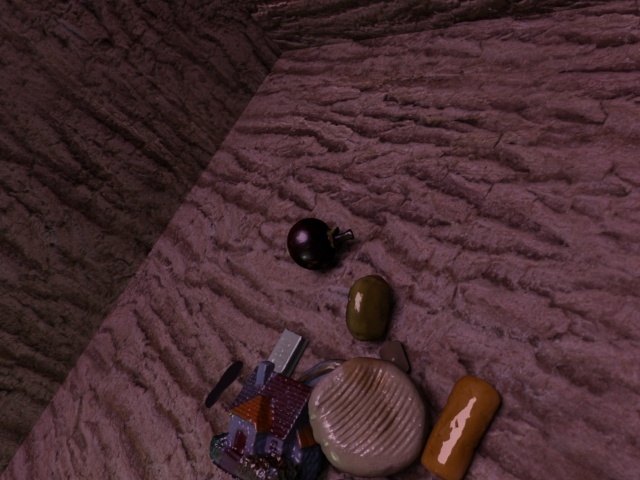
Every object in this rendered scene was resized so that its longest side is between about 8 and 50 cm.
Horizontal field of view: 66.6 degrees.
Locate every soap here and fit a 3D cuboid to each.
[{"bbox_3d":[-0.143,0.466,1.975,0.115,0.063,0.198,14,71,46],"label":"soap"}]

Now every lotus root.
[{"bbox_3d":[-0.005,0.531,1.742,0.322,0.140,0.158,-33,21,31],"label":"lotus root"}]

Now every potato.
[{"bbox_3d":[0.171,0.241,1.762,0.149,0.197,0.228,1,95,48],"label":"potato"}]

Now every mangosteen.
[{"bbox_3d":[0.000,0.000,2.080,0.289,0.231,0.231,-24,46,21],"label":"mangosteen"}]

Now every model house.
[{"bbox_3d":[-0.155,0.599,1.639,0.360,0.298,0.338,5,83,47],"label":"model house"}]

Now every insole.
[{"bbox_3d":[-0.429,0.633,2.158,0.253,0.005,0.086,-50,39,-1],"label":"insole"}]

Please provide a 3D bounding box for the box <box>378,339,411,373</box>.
[{"bbox_3d":[0.256,0.412,1.671,0.091,0.031,0.126,-35,43,18],"label":"box"}]

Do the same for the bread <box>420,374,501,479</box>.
[{"bbox_3d":[0.397,0.538,1.401,0.142,0.091,0.305,15,70,53],"label":"bread"}]

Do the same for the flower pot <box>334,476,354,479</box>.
[{"bbox_3d":[0.045,0.830,1.405,0.189,0.240,0.209,56,131,49],"label":"flower pot"}]

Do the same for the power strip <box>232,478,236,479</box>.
[{"bbox_3d":[-0.277,0.829,1.833,0.118,0.046,0.270,-30,45,27],"label":"power strip"}]

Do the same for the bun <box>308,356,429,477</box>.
[{"bbox_3d":[0.146,0.548,1.509,0.366,0.219,0.364,1,60,-1],"label":"bun"}]
